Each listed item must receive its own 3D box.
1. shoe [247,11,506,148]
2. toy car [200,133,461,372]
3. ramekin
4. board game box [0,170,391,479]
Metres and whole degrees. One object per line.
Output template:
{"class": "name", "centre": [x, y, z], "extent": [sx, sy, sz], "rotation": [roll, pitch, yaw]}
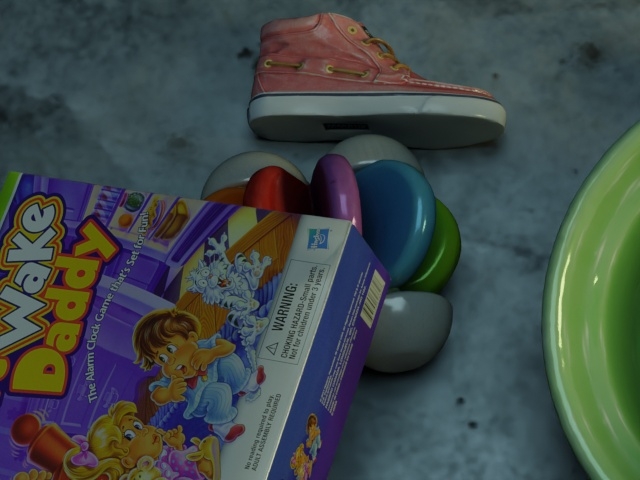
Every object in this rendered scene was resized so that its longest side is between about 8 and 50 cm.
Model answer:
{"class": "shoe", "centre": [0.040, -0.112, 1.304], "extent": [0.178, 0.063, 0.081], "rotation": [2, 70, 9]}
{"class": "toy car", "centre": [0.000, 0.000, 1.212], "extent": [0.182, 0.136, 0.159], "rotation": [-8, 64, -1]}
{"class": "ramekin", "centre": [0.293, 0.054, 1.116], "extent": [0.303, 0.148, 0.303], "rotation": [-3, 81, 20]}
{"class": "board game box", "centre": [-0.125, 0.143, 1.071], "extent": [0.233, 0.078, 0.347], "rotation": [8, 67, 25]}
